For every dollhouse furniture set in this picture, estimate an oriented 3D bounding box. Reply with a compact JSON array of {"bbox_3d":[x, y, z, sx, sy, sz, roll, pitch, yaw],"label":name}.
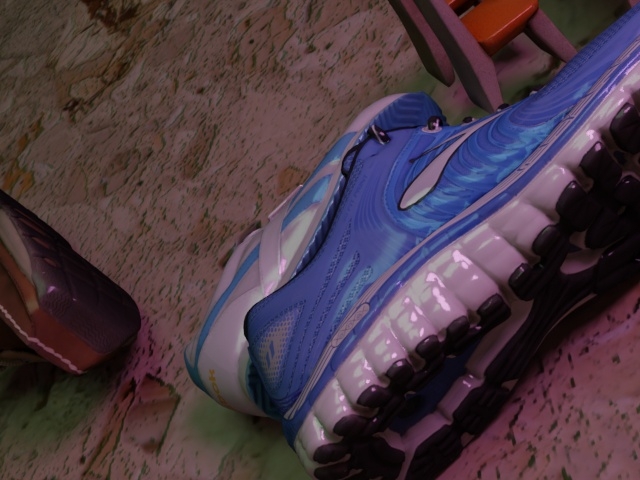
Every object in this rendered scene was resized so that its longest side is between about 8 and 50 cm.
[{"bbox_3d":[0.140,-0.235,0.904,0.262,0.135,0.259,-37,28,-1],"label":"dollhouse furniture set"}]

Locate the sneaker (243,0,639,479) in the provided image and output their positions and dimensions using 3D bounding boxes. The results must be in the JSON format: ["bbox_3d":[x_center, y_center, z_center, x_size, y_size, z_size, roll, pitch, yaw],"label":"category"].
[{"bbox_3d":[0.085,-0.032,0.720,0.330,0.130,0.147,-43,52,-1],"label":"sneaker"}]

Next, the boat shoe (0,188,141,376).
[{"bbox_3d":[-0.225,0.044,1.025,0.120,0.122,0.324,-52,24,-5],"label":"boat shoe"}]

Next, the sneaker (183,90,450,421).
[{"bbox_3d":[0.000,0.000,0.847,0.092,0.087,0.229,3,51,52],"label":"sneaker"}]
